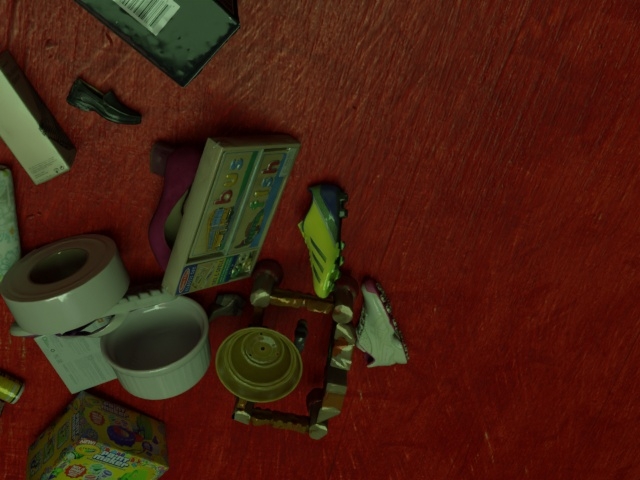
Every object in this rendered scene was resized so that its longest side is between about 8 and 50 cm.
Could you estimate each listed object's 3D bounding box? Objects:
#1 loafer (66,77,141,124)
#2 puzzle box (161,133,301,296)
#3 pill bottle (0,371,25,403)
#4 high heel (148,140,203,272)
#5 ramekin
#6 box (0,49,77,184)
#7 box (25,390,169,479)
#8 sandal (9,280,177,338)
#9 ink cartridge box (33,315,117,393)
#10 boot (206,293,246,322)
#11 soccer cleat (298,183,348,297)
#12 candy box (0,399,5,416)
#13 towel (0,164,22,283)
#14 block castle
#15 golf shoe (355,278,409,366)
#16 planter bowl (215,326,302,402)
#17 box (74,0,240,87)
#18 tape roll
[{"bbox_3d":[-0.485,-0.312,1.647,0.170,0.062,0.061,18,111,-20],"label":"loafer"},{"bbox_3d":[-0.214,-0.064,1.744,0.272,0.052,0.409,-13,133,-49],"label":"puzzle box"},{"bbox_3d":[-0.883,0.398,1.999,0.116,0.065,0.065,35,110,-25],"label":"pill bottle"},{"bbox_3d":[-0.322,-0.046,1.745,0.127,0.181,0.377,-31,129,-39],"label":"high heel"},{"bbox_3d":[-0.417,0.280,1.887,0.277,0.277,0.135,-10,128,-3],"label":"ramekin"},{"bbox_3d":[-0.663,-0.271,1.614,0.094,0.113,0.275,-24,122,5],"label":"box"},{"bbox_3d":[-0.640,0.623,2.083,0.290,0.177,0.279,32,111,-33],"label":"box"},{"bbox_3d":[-0.552,0.196,1.815,0.416,0.169,0.102,-14,101,-21],"label":"sandal"},{"bbox_3d":[-0.629,0.299,1.991,0.224,0.045,0.223,-18,122,1],"label":"ink cartridge box"},{"bbox_3d":[-0.259,0.193,1.991,0.087,0.042,0.118,17,124,-26],"label":"boot"},{"bbox_3d":[0.000,0.000,1.835,0.121,0.093,0.289,5,87,11],"label":"soccer cleat"},{"bbox_3d":[-1.024,0.450,2.005,0.159,0.071,0.233,-37,119,12],"label":"candy box"},{"bbox_3d":[-0.918,-0.028,1.730,0.374,0.090,0.320,1,121,-9],"label":"towel"},{"bbox_3d":[-0.069,0.293,1.985,0.303,0.213,0.453,10,112,-1],"label":"block castle"},{"bbox_3d":[0.151,0.247,2.044,0.140,0.115,0.306,-18,120,6],"label":"golf shoe"},{"bbox_3d":[-0.150,0.292,1.825,0.217,0.090,0.217,1,113,2],"label":"planter bowl"},{"bbox_3d":[-0.324,-0.496,1.425,0.296,0.294,0.183,38,111,-26],"label":"box"},{"bbox_3d":[-0.611,0.099,1.740,0.286,0.286,0.100,-15,122,0],"label":"tape roll"}]
